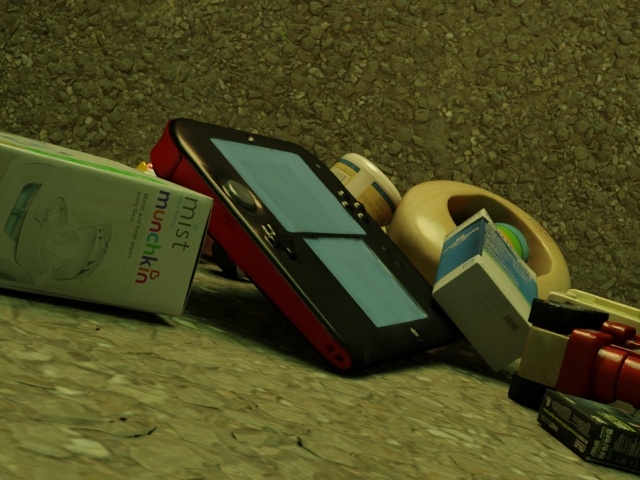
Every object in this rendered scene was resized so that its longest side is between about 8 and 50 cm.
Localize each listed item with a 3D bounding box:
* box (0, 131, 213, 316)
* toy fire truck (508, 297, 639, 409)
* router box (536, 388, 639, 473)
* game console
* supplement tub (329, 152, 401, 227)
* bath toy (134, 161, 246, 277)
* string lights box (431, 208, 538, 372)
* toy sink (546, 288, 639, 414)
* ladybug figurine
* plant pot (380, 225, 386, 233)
[{"bbox_3d":[-0.270,-0.027,0.962,0.231,0.126,0.262,13,4,-34],"label":"box"},{"bbox_3d":[0.371,0.137,1.134,0.246,0.158,0.217,16,2,28],"label":"toy fire truck"},{"bbox_3d":[0.277,0.186,0.961,0.092,0.038,0.122,16,4,-11],"label":"router box"},{"bbox_3d":[0.000,0.000,1.152,0.342,0.060,0.387,45,17,18],"label":"game console"},{"bbox_3d":[0.031,-0.040,1.742,0.144,0.200,0.144,44,-9,9],"label":"supplement tub"},{"bbox_3d":[-0.173,-0.043,1.450,0.348,0.151,0.129,17,-7,33],"label":"bath toy"},{"bbox_3d":[0.228,0.059,1.338,0.133,0.077,0.259,51,18,-6],"label":"string lights box"},{"bbox_3d":[0.393,0.148,1.392,0.153,0.131,0.234,19,3,23],"label":"toy sink"},{"bbox_3d":[0.260,0.041,1.675,0.449,0.162,0.305,-2,49,-53],"label":"ladybug figurine"},{"bbox_3d":[0.058,0.052,1.480,0.095,0.134,0.134,-8,2,4],"label":"plant pot"}]
